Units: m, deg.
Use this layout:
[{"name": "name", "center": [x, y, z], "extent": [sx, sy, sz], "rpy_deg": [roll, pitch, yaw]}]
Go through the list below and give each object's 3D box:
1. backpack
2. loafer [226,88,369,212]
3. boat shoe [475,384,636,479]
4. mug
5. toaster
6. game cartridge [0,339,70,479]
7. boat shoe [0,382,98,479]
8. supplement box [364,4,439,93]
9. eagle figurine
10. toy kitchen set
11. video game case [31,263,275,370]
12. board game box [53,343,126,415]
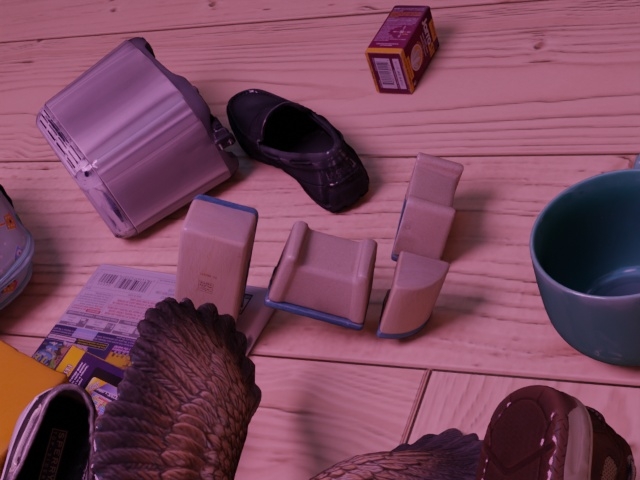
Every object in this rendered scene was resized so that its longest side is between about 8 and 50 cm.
[{"name": "backpack", "center": [-0.365, 0.011, 1.038], "extent": [0.166, 0.144, 0.188], "rpy_deg": [-38, 31, -16]}, {"name": "loafer", "center": [-0.030, -0.107, 1.057], "extent": [0.076, 0.078, 0.223], "rpy_deg": [-34, 41, -13]}, {"name": "boat shoe", "center": [0.131, 0.218, 0.619], "extent": [0.095, 0.095, 0.257], "rpy_deg": [-7, 60, 58]}, {"name": "mug", "center": [0.234, 0.019, 0.781], "extent": [0.158, 0.097, 0.129], "rpy_deg": [-34, 41, -12]}, {"name": "toaster", "center": [-0.186, -0.099, 1.091], "extent": [0.146, 0.129, 0.227], "rpy_deg": [-36, 44, -8]}, {"name": "game cartridge", "center": [-0.385, 0.147, 0.800], "extent": [0.324, 0.052, 0.285], "rpy_deg": [22, 45, 27]}, {"name": "boat shoe", "center": [-0.191, 0.202, 0.709], "extent": [0.078, 0.070, 0.219], "rpy_deg": [11, 71, -17]}, {"name": "supplement box", "center": [0.086, -0.199, 1.120], "extent": [0.043, 0.055, 0.083], "rpy_deg": [7, 50, 29]}, {"name": "eagle figurine", "center": [-0.052, 0.177, 0.684], "extent": [0.225, 0.226, 0.298], "rpy_deg": [-4, 45, 51]}, {"name": "toy kitchen set", "center": [0.000, 0.000, 0.908], "extent": [0.207, 0.122, 0.166], "rpy_deg": [15, 47, 1]}, {"name": "video game case", "center": [-0.161, 0.103, 0.939], "extent": [0.201, 0.023, 0.183], "rpy_deg": [7, 49, 30]}, {"name": "board game box", "center": [-0.184, 0.179, 0.823], "extent": [0.141, 0.048, 0.170], "rpy_deg": [18, 65, 37]}]
